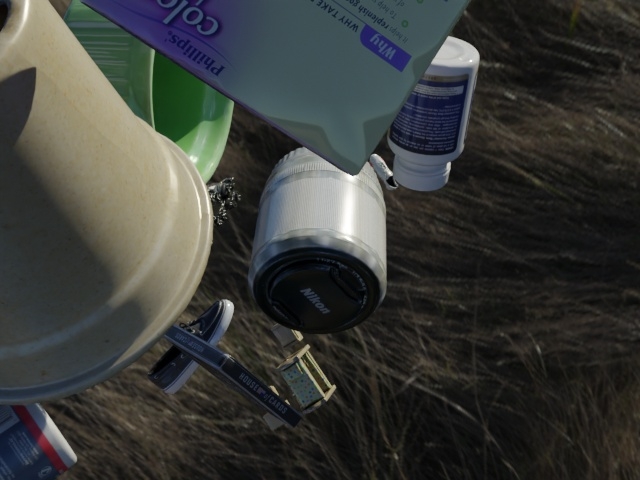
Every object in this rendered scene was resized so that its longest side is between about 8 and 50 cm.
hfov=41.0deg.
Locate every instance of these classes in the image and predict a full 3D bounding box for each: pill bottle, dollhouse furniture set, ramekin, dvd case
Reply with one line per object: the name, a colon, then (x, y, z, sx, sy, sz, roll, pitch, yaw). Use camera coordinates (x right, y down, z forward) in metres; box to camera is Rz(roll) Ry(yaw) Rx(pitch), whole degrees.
pill bottle: (0.128, -0.147, 1.010, 0.094, 0.169, 0.094, 3, 35, -2)
dollhouse furniture set: (-0.091, 0.284, 1.774, 0.161, 0.182, 0.101, -34, -1, 16)
ramekin: (-0.239, -0.222, 1.189, 0.148, 0.303, 0.303, 6, 56, 14)
dvd case: (-0.152, 0.209, 1.371, 0.029, 0.179, 0.238, -53, 33, -13)
pill bottle: (-0.347, 0.232, 0.850, 0.180, 0.108, 0.108, -35, 44, -21)

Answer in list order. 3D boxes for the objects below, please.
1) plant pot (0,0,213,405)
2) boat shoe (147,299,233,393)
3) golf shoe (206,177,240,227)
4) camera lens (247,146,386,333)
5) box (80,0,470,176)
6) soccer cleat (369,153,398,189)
plant pot: (-0.294, -0.071, 0.739, 0.333, 0.305, 0.334, -5, 57, 8)
boat shoe: (-0.267, 0.204, 1.726, 0.228, 0.076, 0.080, -51, 28, 8)
golf shoe: (-0.233, -0.068, 1.724, 0.094, 0.077, 0.198, -10, 13, 17)
camera lens: (0.000, 0.000, 1.420, 0.219, 0.219, 0.274, -15, 41, 18)
box: (-0.009, -0.207, 0.592, 0.243, 0.213, 0.117, -58, 19, 5)
soccer cleat: (0.127, -0.135, 1.694, 0.029, 0.083, 0.035, -35, 16, -14)
